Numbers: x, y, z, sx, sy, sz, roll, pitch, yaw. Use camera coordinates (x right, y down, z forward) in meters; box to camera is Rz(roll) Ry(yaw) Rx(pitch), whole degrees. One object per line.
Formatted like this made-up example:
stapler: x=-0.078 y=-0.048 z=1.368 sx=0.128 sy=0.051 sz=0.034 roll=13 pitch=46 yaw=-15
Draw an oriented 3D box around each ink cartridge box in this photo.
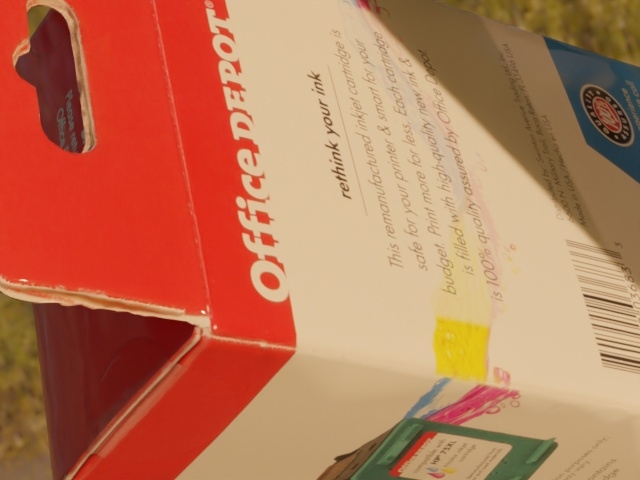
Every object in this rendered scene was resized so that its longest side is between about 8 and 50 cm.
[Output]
ink cartridge box: x=0.000 y=0.000 z=0.478 sx=0.078 sy=0.231 sz=0.134 roll=-48 pitch=42 yaw=38
